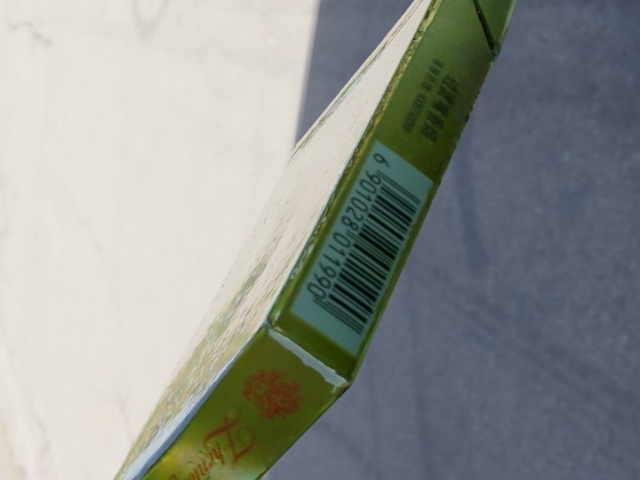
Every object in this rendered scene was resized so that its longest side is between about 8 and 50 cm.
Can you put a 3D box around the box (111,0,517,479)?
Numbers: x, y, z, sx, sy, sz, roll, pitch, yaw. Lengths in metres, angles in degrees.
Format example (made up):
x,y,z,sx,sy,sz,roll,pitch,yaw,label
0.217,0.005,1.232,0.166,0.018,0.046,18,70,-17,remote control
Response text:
x,y,z,sx,sy,sz,roll,pitch,yaw,label
0.000,0.000,0.718,0.173,0.043,0.311,-49,9,39,box
